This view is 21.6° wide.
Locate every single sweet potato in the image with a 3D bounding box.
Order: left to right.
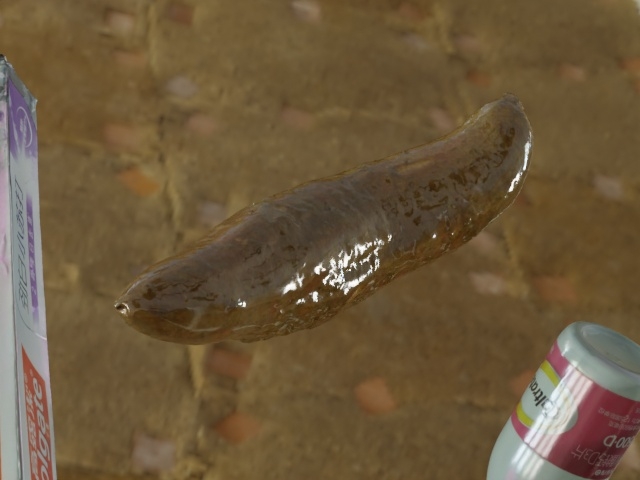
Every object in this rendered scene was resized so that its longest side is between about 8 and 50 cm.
[{"bbox_3d":[0.001,0.001,1.092,0.341,0.114,0.092,-25,-113,-32],"label":"sweet potato"}]

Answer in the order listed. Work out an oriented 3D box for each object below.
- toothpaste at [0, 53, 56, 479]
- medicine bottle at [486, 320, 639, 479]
[{"bbox_3d":[-0.132,0.022,0.675,0.040,0.047,0.196,-13,-116,11],"label":"toothpaste"},{"bbox_3d":[0.181,0.173,1.312,0.090,0.216,0.090,24,-159,-10],"label":"medicine bottle"}]
